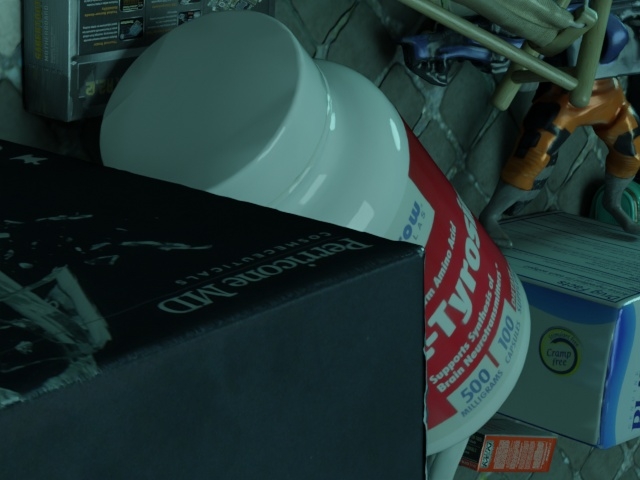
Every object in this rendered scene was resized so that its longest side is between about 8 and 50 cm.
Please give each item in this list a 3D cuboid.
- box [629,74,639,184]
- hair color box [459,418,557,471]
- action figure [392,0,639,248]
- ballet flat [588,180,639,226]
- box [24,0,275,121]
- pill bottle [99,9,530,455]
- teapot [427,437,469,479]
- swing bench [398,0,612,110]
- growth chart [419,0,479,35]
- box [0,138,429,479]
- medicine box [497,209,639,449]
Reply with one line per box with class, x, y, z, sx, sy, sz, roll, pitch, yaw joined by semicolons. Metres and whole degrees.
box;0.527;-0.196;2.077;0.343;0.179;0.313;-16;113;-45
hair color box;0.186;0.221;1.908;0.141;0.072;0.043;10;95;-49
action figure;0.210;-0.164;1.766;0.341;0.178;0.330;-2;104;-19
ballet flat;0.345;0.048;2.027;0.087;0.083;0.247;-17;116;-56
box;-0.131;-0.202;1.411;0.231;0.056;0.183;-16;116;-45
pill bottle;0.000;0.000;1.439;0.229;0.229;0.408;-60;141;-16
teapot;0.071;0.312;1.716;0.187;0.256;0.253;-58;127;-74
swing bench;0.143;-0.280;1.547;0.253;0.165;0.255;25;84;-21
growth chart;0.155;-0.311;1.731;0.172;0.021;0.237;-11;111;-46
box;-0.262;0.145;1.054;0.480;0.471;0.298;-20;117;-45
medicine box;0.264;0.080;1.799;0.289;0.263;0.149;-12;111;-46
